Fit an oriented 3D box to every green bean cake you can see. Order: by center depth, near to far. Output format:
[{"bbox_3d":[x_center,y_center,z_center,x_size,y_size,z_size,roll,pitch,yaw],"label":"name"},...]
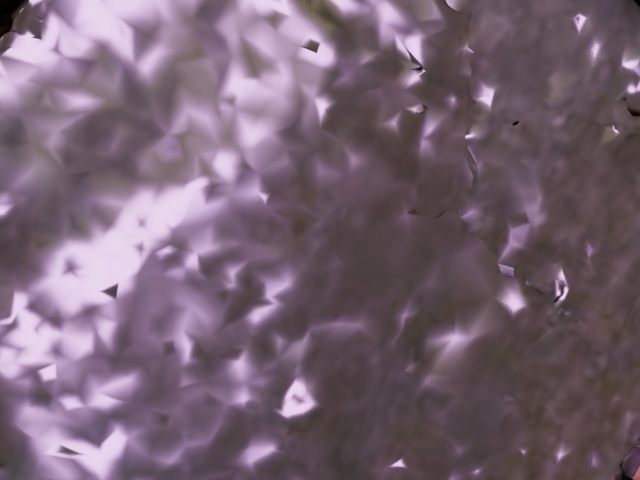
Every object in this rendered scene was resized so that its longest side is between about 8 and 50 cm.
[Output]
[{"bbox_3d":[0.000,0.000,0.456,0.255,0.132,0.241,23,104,-24],"label":"green bean cake"}]
